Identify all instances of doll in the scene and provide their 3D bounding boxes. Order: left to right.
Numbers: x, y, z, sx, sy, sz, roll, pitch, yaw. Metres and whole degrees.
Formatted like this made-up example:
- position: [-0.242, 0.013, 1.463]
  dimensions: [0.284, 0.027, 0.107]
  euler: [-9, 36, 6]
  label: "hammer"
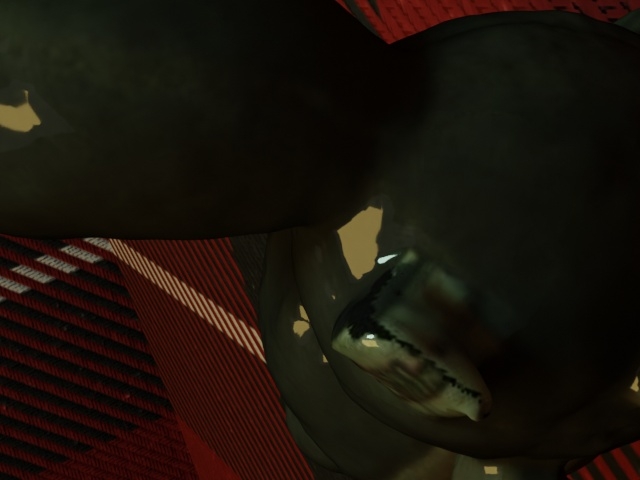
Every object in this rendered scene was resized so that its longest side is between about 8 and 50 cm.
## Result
- position: [0.015, -0.032, 0.613]
  dimensions: [0.378, 0.252, 0.382]
  euler: [37, 168, -6]
  label: "doll"
